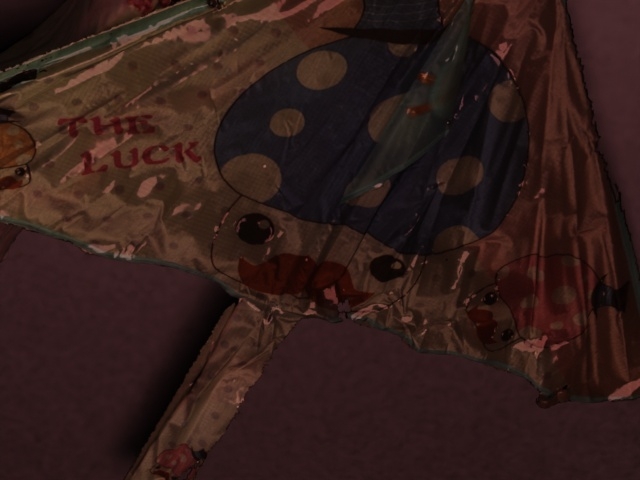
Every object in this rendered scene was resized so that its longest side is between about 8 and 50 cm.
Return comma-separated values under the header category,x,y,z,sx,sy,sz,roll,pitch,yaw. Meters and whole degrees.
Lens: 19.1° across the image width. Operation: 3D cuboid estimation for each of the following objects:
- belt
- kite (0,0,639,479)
category,x,y,z,sx,sy,sz,roll,pitch,yaw
belt,-0.097,-0.065,0.751,0.071,0.053,0.232,32,119,-29
kite,0.000,0.000,0.779,0.406,0.014,0.368,17,124,-23
